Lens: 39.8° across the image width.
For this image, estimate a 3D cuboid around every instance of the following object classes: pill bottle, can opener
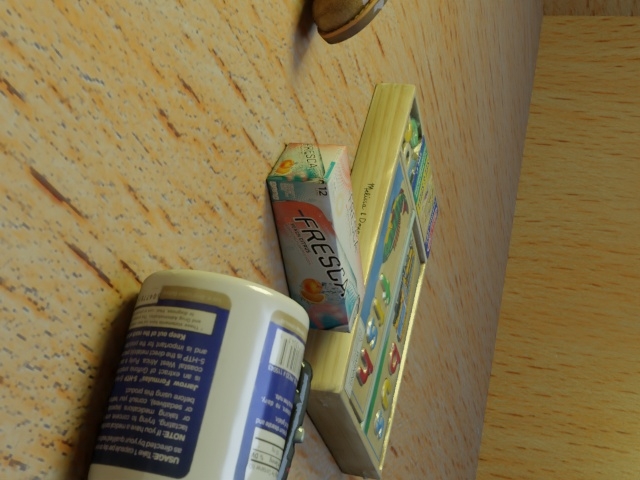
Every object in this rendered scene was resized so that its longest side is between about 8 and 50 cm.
[{"bbox_3d":[-0.078,0.122,0.538,0.112,0.112,0.187,57,42,-62],"label":"pill bottle"},{"bbox_3d":[-0.046,0.183,0.737,0.073,0.059,0.186,63,37,-60],"label":"can opener"}]

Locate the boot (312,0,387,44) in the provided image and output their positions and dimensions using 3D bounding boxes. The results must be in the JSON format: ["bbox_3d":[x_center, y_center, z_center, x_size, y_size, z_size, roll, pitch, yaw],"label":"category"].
[{"bbox_3d":[0.033,-0.329,0.818,0.115,0.112,0.305,29,69,-38],"label":"boot"}]

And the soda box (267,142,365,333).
[{"bbox_3d":[0.000,0.000,0.827,0.063,0.058,0.183,-65,153,-46],"label":"soda box"}]

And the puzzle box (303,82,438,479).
[{"bbox_3d":[0.071,0.052,1.071,0.272,0.052,0.409,69,32,-55],"label":"puzzle box"}]
